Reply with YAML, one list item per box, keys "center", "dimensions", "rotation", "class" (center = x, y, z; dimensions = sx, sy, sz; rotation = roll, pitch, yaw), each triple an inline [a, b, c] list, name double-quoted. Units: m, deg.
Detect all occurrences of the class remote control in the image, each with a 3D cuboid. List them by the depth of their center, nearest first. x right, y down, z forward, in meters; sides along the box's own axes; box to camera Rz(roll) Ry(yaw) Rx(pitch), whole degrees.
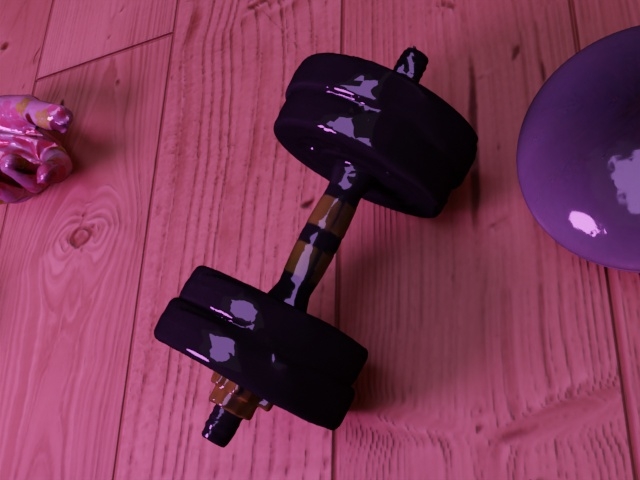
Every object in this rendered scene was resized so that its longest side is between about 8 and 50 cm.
- center: [0.313, -0.073, 0.588]
  dimensions: [0.332, 0.103, 0.221]
  rotation: [4, 67, 32]
  class: "remote control"

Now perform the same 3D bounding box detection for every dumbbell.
- center: [0.000, 0.000, 0.681]
  dimensions: [0.185, 0.185, 0.388]
  rotation: [21, 79, 35]
  class: "dumbbell"

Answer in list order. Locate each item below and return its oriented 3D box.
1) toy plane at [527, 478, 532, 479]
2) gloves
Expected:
- center: [0.144, 0.280, 0.530]
  dimensions: [0.160, 0.082, 0.234]
  rotation: [-36, 49, 43]
  class: "toy plane"
- center: [-0.383, -0.107, 0.989]
  dimensions: [0.145, 0.126, 0.241]
  rotation: [-37, 47, -21]
  class: "gloves"
